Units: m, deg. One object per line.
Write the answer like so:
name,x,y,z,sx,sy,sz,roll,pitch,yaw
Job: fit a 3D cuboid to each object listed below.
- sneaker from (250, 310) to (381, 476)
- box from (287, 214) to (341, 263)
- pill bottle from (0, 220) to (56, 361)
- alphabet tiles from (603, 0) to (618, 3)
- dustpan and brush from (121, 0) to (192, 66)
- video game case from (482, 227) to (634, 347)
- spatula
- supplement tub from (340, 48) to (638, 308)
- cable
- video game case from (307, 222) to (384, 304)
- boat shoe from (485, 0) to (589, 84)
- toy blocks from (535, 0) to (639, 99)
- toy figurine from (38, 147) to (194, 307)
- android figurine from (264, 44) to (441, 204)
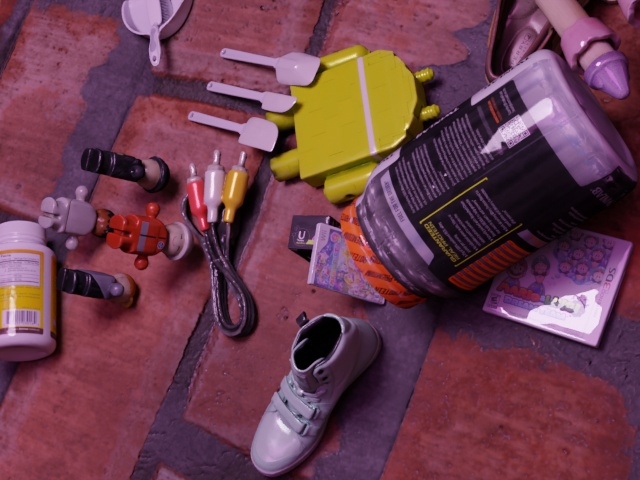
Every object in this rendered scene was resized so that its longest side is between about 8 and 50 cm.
sneaker,-0.034,0.200,1.261,0.094,0.151,0.256,37,91,29
box,0.000,0.000,1.353,0.062,0.083,0.052,1,73,26
pill bottle,-0.491,0.081,1.540,0.117,0.117,0.215,-15,66,20
alphabet tiles,0.429,-0.480,1.302,0.278,0.021,0.284,36,103,19
dustpan and brush,-0.281,-0.378,1.632,0.147,0.060,0.211,-20,65,18
video game case,0.307,0.049,1.226,0.157,0.019,0.143,17,80,30
spatula,-0.111,-0.234,1.496,0.242,0.019,0.168,21,85,47
supplement tub,0.203,-0.065,1.189,0.338,0.207,0.207,-34,61,24
cable,-0.166,0.007,1.437,0.139,0.072,0.287,-11,68,28
video game case,0.042,0.033,1.308,0.011,0.122,0.087,-16,61,59
boat shoe,0.306,-0.361,1.273,0.123,0.123,0.342,28,98,23
toy blocks,0.450,-0.301,1.061,0.288,0.309,0.260,-9,54,-21
toy figurine,-0.317,-0.020,1.468,0.209,0.148,0.213,-43,58,27
android figurine,0.047,-0.182,1.410,0.272,0.056,0.248,-18,65,22
